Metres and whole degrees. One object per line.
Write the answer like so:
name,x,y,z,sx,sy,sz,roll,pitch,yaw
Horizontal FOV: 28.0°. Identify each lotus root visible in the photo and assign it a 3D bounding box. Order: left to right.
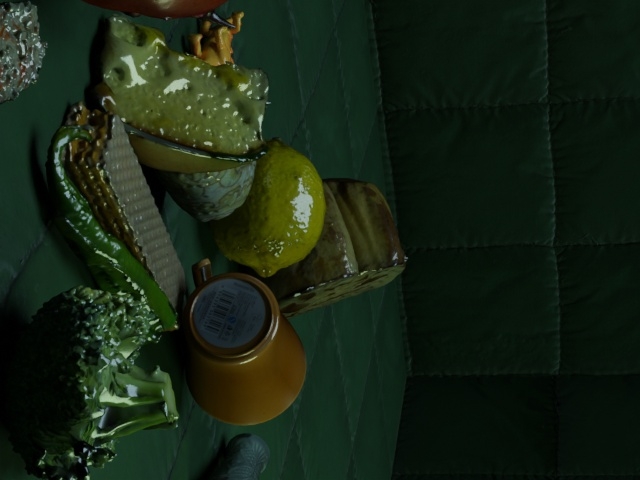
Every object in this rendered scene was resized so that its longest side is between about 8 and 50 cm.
lotus root,0.000,0.000,2.271,0.316,0.316,0.250,12,65,-79

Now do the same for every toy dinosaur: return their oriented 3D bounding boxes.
toy dinosaur,-0.169,-0.278,2.004,0.288,0.070,0.117,-65,152,-57

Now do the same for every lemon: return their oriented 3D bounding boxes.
lemon,-0.085,-0.056,2.062,0.192,0.192,0.231,40,53,-75

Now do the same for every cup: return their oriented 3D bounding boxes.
cup,-0.125,0.131,1.832,0.226,0.182,0.264,60,-10,20

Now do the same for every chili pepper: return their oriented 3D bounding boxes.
chili pepper,-0.249,0.012,1.516,0.359,0.084,0.076,74,-11,-50

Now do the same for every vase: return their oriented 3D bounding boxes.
vase,-0.134,0.380,2.027,0.219,0.096,0.096,-63,150,-73

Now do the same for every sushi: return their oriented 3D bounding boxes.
sushi,-0.314,-0.178,1.211,0.150,0.078,0.091,-66,152,-64

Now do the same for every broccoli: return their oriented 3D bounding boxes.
broccoli,-0.238,0.157,1.317,0.198,0.176,0.226,-70,141,-51

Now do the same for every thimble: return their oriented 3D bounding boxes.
thimble,-0.171,-0.135,1.799,0.143,0.137,0.191,63,10,-64

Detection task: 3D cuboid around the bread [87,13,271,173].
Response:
bread,-0.201,-0.171,1.668,0.133,0.251,0.174,-31,-129,51

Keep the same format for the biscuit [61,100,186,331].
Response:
biscuit,-0.240,-0.020,1.623,0.379,0.054,0.094,75,17,-51

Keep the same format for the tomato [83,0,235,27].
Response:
tomato,-0.188,-0.357,1.409,0.256,0.255,0.224,-75,-175,-56
